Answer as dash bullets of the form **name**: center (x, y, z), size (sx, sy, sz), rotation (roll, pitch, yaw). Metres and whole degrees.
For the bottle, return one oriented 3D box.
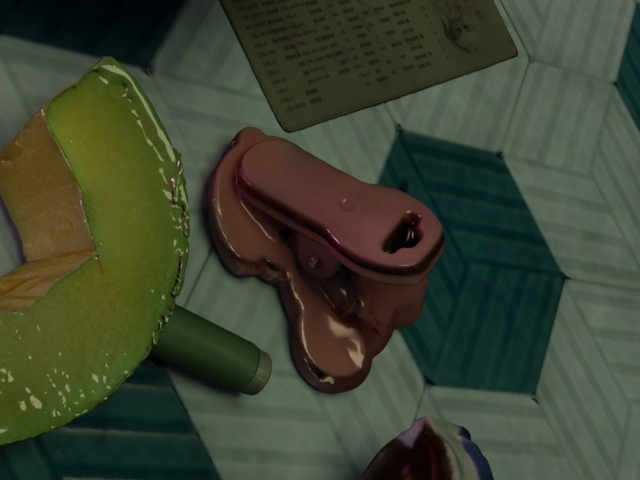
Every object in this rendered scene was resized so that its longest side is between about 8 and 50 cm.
- **bottle**: center (-0.064, 0.056, 0.778), size (0.083, 0.030, 0.030), rotation (29, 53, -30)

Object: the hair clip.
- **hair clip**: center (-0.003, 0.007, 0.859), size (0.138, 0.102, 0.123), rotation (25, 45, 10)

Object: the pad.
- **pad**: center (0.031, -0.172, 0.992), size (0.265, 0.009, 0.159), rotation (-23, 87, -45)

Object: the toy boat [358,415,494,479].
- **toy boat**: center (0.050, 0.213, 0.747), size (0.115, 0.114, 0.262), rotation (46, 46, -21)

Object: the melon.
- **melon**: center (-0.134, 0.016, 0.715), size (0.118, 0.064, 0.209), rotation (48, 48, -15)
